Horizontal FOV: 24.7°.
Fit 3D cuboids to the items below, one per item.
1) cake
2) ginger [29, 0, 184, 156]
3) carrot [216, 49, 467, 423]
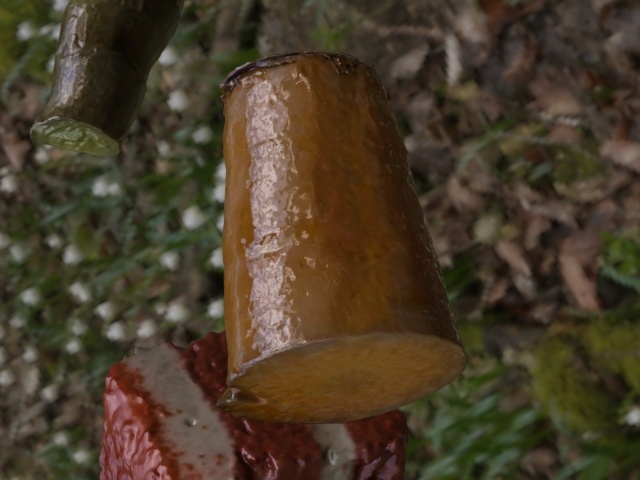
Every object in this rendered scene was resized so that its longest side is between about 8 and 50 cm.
[{"bbox_3d":[-0.080,0.279,1.718,0.270,0.319,0.269,-127,34,-50],"label":"cake"},{"bbox_3d":[-0.215,-0.209,1.514,0.109,0.263,0.116,18,159,5],"label":"ginger"},{"bbox_3d":[0.000,0.000,1.168,0.196,0.196,0.254,59,-160,-66],"label":"carrot"}]
